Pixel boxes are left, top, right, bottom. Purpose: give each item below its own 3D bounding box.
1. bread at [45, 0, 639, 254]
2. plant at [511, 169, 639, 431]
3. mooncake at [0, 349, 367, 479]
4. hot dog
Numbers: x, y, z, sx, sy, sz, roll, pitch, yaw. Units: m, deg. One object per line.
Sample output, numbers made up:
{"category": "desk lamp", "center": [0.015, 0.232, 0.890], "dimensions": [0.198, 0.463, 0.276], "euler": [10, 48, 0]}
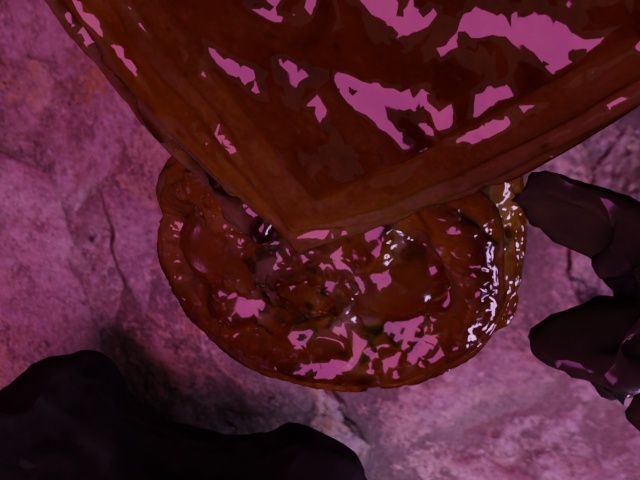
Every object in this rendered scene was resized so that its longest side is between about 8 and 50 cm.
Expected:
{"category": "bread", "center": [0.028, -0.165, 0.413], "dimensions": [0.324, 0.167, 0.277], "euler": [-27, 110, 31]}
{"category": "plant", "center": [0.246, 0.023, 0.401], "dimensions": [0.312, 0.215, 0.213], "euler": [-23, 124, -9]}
{"category": "mooncake", "center": [-0.138, 0.272, 0.748], "dimensions": [0.381, 0.212, 0.350], "euler": [25, 128, 3]}
{"category": "hot dog", "center": [0.000, 0.000, 0.602], "dimensions": [0.272, 0.122, 0.196], "euler": [4, 116, 17]}
